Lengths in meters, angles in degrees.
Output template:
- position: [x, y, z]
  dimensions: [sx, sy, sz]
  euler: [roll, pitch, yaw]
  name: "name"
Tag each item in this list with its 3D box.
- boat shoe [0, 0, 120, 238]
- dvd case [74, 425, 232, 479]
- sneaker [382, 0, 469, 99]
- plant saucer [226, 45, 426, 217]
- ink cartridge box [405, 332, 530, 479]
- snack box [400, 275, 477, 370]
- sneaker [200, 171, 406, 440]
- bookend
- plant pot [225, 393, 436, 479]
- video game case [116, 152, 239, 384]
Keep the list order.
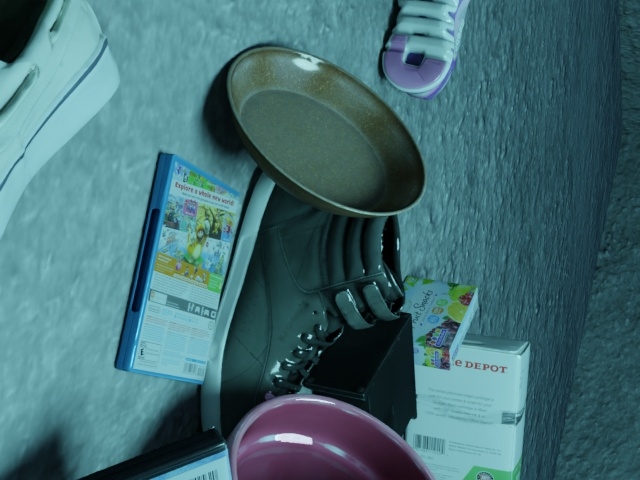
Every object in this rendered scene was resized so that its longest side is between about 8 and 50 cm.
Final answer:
- position: [-0.184, -0.061, 0.505]
  dimensions: [0.267, 0.096, 0.088]
  euler: [-60, 144, -47]
  name: "boat shoe"
- position: [-0.133, 0.261, 0.678]
  dimensions: [0.180, 0.022, 0.253]
  euler: [-17, 118, -24]
  name: "dvd case"
- position: [0.140, -0.274, 1.249]
  dimensions: [0.104, 0.095, 0.236]
  euler: [51, 54, -69]
  name: "sneaker"
- position: [0.001, -0.087, 0.882]
  dimensions: [0.036, 0.198, 0.198]
  euler: [-52, 180, 37]
  name: "plant saucer"
- position: [0.210, 0.245, 1.459]
  dimensions: [0.092, 0.160, 0.219]
  euler: [-20, 115, -67]
  name: "ink cartridge box"
- position: [0.139, 0.105, 1.327]
  dimensions: [0.141, 0.100, 0.037]
  euler: [-55, 146, -50]
  name: "snack box"
- position: [-0.009, 0.082, 0.901]
  dimensions: [0.104, 0.147, 0.296]
  euler: [37, 63, -67]
  name: "sneaker"
- position: [0.051, 0.183, 1.171]
  dimensions: [0.156, 0.072, 0.157]
  euler: [-52, 143, -50]
  name: "bookend"
- position: [-0.020, 0.257, 0.833]
  dimensions: [0.180, 0.201, 0.201]
  euler: [-57, 174, 33]
  name: "plant pot"
- position: [-0.110, 0.027, 0.811]
  dimensions: [0.119, 0.015, 0.166]
  euler: [31, 68, -65]
  name: "video game case"
